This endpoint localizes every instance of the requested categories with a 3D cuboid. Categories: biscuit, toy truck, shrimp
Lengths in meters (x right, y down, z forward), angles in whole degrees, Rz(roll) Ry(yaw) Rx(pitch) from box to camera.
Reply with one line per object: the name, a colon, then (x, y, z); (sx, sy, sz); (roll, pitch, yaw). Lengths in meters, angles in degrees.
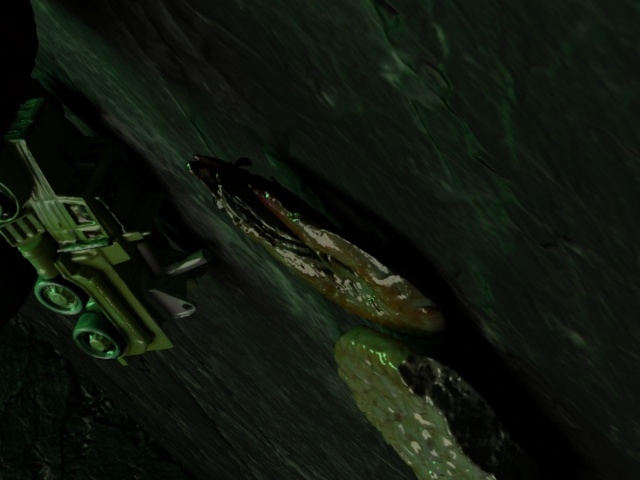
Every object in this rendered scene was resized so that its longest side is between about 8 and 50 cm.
biscuit: (0.085, 0.133, 1.062); (0.188, 0.040, 0.265); (38, 166, 23)
toy truck: (-0.182, -0.020, 1.328); (0.135, 0.128, 0.259); (-10, 134, 32)
shrimp: (0.000, 0.000, 0.977); (0.190, 0.042, 0.101); (34, 164, 5)

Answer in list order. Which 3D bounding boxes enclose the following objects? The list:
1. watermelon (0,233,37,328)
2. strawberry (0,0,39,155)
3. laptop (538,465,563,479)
watermelon: (-0.439, -0.012, 1.699); (0.279, 0.279, 0.359); (39, 167, 16)
strawberry: (-0.307, -0.167, 1.011); (0.239, 0.250, 0.288); (13, -149, -35)
laptop: (0.161, 0.196, 1.165); (0.207, 0.026, 0.154); (24, 155, 51)
